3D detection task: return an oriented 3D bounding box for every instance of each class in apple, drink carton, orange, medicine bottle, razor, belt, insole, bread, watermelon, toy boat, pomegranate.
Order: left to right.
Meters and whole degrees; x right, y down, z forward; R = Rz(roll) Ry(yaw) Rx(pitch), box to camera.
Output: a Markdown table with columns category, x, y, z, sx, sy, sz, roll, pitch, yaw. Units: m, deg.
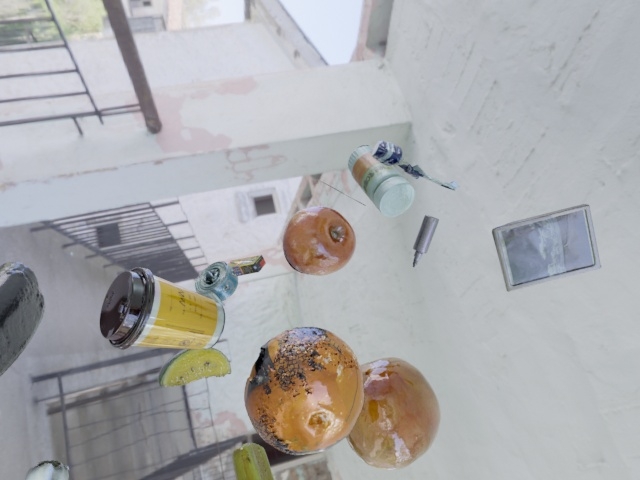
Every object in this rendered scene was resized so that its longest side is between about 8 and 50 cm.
| category | x | y | z | sx | sy | sz | roll | pitch | yaw |
| --- | --- | --- | --- | --- | --- | --- | --- | --- | --- |
| razor | -0.740 | 0.206 | 1.055 | 0.327 | 0.107 | 0.189 | -91 | -177 | -55 |
| watermelon | -0.464 | 0.458 | 1.719 | 0.123 | 0.301 | 0.129 | -34 | -113 | 37 |
| belt | -0.341 | 0.136 | 1.529 | 0.162 | 0.148 | 0.082 | 0 | -45 | 45 |
| drink carton | -0.312 | 0.108 | 1.929 | 0.056 | 0.165 | 0.071 | 66 | 31 | -23 |
| bread | -0.221 | 0.912 | 1.649 | 0.166 | 0.112 | 0.384 | 43 | 16 | -52 |
| orange | -0.026 | 0.281 | 0.874 | 0.182 | 0.234 | 0.235 | -149 | -132 | -71 |
| apple | 0.000 | 0.000 | 1.657 | 0.206 | 0.271 | 0.252 | -12 | -121 | 51 |
| insole | 0.084 | -0.190 | 1.854 | 0.005 | 0.253 | 0.086 | -61 | -144 | 6 |
| medicine bottle | 0.233 | -0.245 | 1.870 | 0.318 | 0.157 | 0.158 | -120 | -159 | -45 |
| pomegranate | 0.194 | 0.507 | 1.353 | 0.319 | 0.318 | 0.320 | 168 | -90 | -78 |
| toy boat | 0.283 | -0.229 | 1.434 | 0.071 | 0.291 | 0.210 | -64 | 159 | 13 |
| medicine bottle | 0.378 | 0.006 | 1.724 | 0.057 | 0.057 | 0.199 | -137 | -116 | -70 |

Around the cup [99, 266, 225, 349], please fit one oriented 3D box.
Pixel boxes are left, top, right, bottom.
| category | x | y | z | sx | sy | sz | roll | pitch | yaw |
| --- | --- | --- | --- | --- | --- | --- | --- | --- | --- |
| cup | -0.389 | 0.185 | 1.169 | 0.196 | 0.279 | 0.197 | -20 | -120 | 38 |

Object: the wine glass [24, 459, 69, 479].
| category | x | y | z | sx | sy | sz | roll | pitch | yaw |
| --- | --- | --- | --- | --- | --- | --- | --- | --- | --- |
| wine glass | -0.428 | 0.409 | 0.722 | 0.155 | 0.072 | 0.072 | 9 | -69 | 64 |

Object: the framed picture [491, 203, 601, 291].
| category | x | y | z | sx | sy | sz | roll | pitch | yaw |
| --- | --- | --- | --- | --- | --- | --- | --- | --- | --- |
| framed picture | 0.616 | 0.021 | 1.276 | 0.023 | 0.259 | 0.189 | -70 | 144 | -77 |
